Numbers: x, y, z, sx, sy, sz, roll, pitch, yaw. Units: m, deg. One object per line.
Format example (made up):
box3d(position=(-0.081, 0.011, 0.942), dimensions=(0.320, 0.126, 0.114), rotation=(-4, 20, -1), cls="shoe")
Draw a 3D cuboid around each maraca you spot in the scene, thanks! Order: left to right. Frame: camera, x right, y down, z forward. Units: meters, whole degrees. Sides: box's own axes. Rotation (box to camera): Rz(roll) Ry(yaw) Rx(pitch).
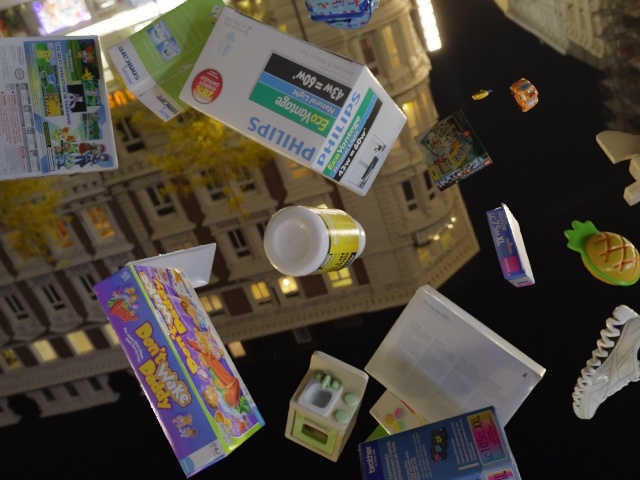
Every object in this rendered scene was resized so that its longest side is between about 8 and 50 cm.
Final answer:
box3d(position=(0.637, 0.027, 1.389), dimensions=(0.186, 0.099, 0.127), rotation=(41, -126, 15), cls="maraca")

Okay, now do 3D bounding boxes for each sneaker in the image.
box3d(position=(0.674, 0.299, 1.416), dimensions=(0.118, 0.292, 0.110), rotation=(29, -157, 32), cls="sneaker")

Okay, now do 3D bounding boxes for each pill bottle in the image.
box3d(position=(0.000, 0.000, 1.748), dimensions=(0.188, 0.188, 0.334), rotation=(-7, 178, 27), cls="pill bottle")

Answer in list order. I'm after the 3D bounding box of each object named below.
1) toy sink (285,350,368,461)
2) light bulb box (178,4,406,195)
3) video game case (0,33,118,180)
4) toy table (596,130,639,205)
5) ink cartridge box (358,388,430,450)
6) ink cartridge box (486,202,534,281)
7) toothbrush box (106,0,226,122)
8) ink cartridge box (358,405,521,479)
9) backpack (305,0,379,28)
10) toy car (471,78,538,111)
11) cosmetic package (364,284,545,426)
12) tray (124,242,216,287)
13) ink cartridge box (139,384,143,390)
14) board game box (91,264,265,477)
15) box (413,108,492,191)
box3d(position=(0.011, 0.417, 1.535), dimensions=(0.153, 0.234, 0.131), rotation=(23, -137, 13), cls="toy sink")
box3d(position=(-0.045, -0.293, 1.371), dimensions=(0.358, 0.225, 0.361), rotation=(30, -175, 20), cls="light bulb box")
box3d(position=(-0.652, -0.313, 1.442), dimensions=(0.300, 0.329, 0.036), rotation=(-8, 178, -18), cls="video game case")
box3d(position=(0.696, -0.156, 1.239), dimensions=(0.161, 0.274, 0.252), rotation=(-31, -125, 13), cls="toy table")
box3d(position=(0.222, 0.579, 1.839), dimensions=(0.255, 0.097, 0.189), rotation=(-51, -136, 0), cls="ink cartridge box")
box3d(position=(0.508, 0.019, 1.646), dimensions=(0.065, 0.186, 0.311), rotation=(-17, 165, 18), cls="ink cartridge box")
box3d(position=(-0.312, -0.428, 1.442), dimensions=(0.283, 0.122, 0.206), rotation=(-33, 168, 4), cls="toothbrush box")
box3d(position=(0.262, 0.563, 1.456), dimensions=(0.395, 0.270, 0.151), rotation=(-18, -137, 12), cls="ink cartridge box")
box3d(position=(0.044, -0.511, 1.294), dimensions=(0.158, 0.173, 0.117), rotation=(5, -114, 14), cls="backpack")
box3d(position=(0.346, -0.258, 1.130), dimensions=(0.122, 0.060, 0.040), rotation=(-17, -168, -11), cls="toy car")
box3d(position=(0.348, 0.341, 1.637), dimensions=(0.377, 0.284, 0.097), rotation=(37, -161, 18), cls="cosmetic package")
box3d(position=(-0.408, 0.084, 1.647), dimensions=(0.270, 0.145, 0.030), rotation=(-14, -137, -42), cls="tray")
box3d(position=(-0.300, 0.374, 1.418), dimensions=(0.139, 0.190, 0.082), rotation=(-34, -165, -29), cls="ink cartridge box")
box3d(position=(-0.241, 0.215, 1.098), dimensions=(0.078, 0.347, 0.233), rotation=(-31, 172, 6), cls="board game box")
box3d(position=(0.370, -0.259, 1.754), dimensions=(0.159, 0.044, 0.233), rotation=(-29, -140, 15), cls="box")
